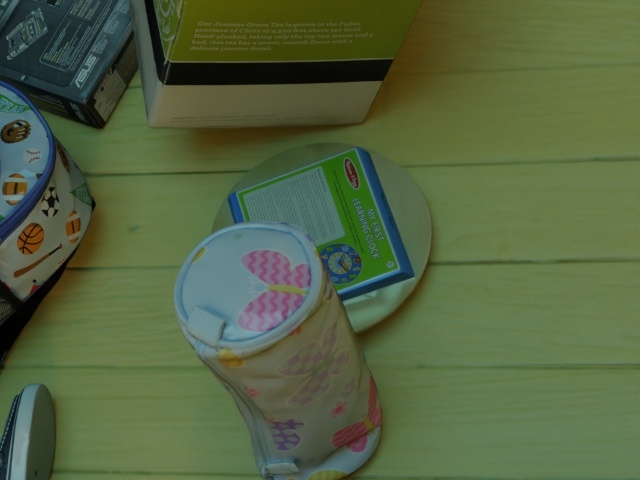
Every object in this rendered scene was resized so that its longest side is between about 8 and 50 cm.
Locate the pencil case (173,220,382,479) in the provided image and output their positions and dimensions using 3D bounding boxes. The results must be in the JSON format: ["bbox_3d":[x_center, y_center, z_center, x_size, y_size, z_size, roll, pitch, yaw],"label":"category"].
[{"bbox_3d":[-0.030,0.098,1.135,0.124,0.273,0.113,-37,56,-13],"label":"pencil case"}]

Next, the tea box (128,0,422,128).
[{"bbox_3d":[-0.049,-0.320,1.269,0.220,0.323,0.329,-3,61,-18],"label":"tea box"}]

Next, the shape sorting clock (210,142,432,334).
[{"bbox_3d":[0.000,0.000,1.298,0.206,0.040,0.206,-6,61,11],"label":"shape sorting clock"}]

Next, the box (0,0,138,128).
[{"bbox_3d":[-0.253,-0.246,1.463,0.183,0.056,0.231,19,71,21],"label":"box"}]

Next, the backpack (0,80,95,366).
[{"bbox_3d":[-0.357,-0.031,1.315,0.263,0.213,0.276,-41,60,-19],"label":"backpack"}]

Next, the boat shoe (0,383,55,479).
[{"bbox_3d":[-0.289,0.214,1.254,0.083,0.065,0.183,-1,67,12],"label":"boat shoe"}]
